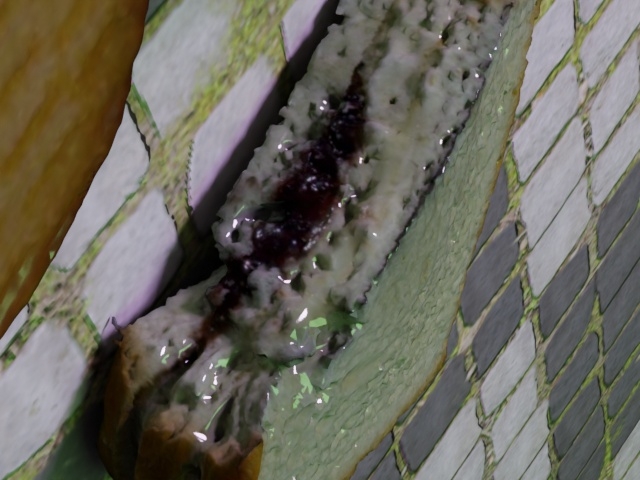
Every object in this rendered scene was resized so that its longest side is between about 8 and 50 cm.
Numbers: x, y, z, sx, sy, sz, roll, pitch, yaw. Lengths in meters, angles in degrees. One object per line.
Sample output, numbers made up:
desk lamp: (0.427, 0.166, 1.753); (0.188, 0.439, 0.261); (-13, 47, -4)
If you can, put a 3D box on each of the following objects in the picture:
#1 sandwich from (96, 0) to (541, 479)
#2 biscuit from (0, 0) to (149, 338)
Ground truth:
sandwich: (0.004, 0.002, 0.980); (0.254, 0.099, 0.288); (-34, 146, -48)
biscuit: (-0.157, -0.062, 0.612); (0.318, 0.040, 0.318); (-41, 142, -41)
